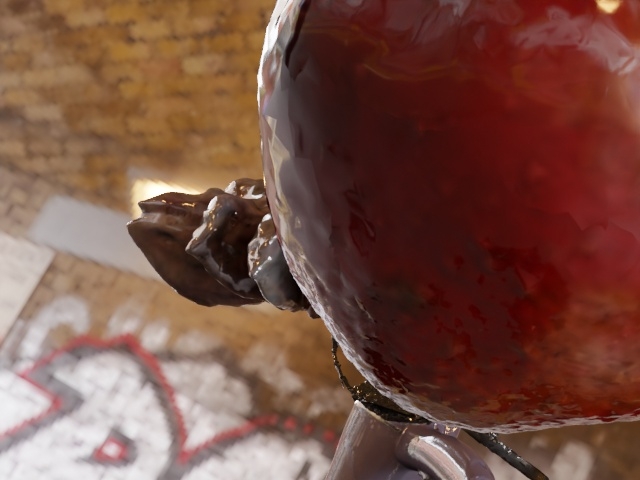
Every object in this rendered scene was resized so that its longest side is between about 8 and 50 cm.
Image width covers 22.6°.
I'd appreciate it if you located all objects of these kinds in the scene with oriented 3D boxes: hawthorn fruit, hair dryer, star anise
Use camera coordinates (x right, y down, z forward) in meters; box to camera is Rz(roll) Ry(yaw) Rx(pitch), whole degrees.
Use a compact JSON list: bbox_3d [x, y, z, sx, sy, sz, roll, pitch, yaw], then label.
[{"bbox_3d":[0.099,-0.071,0.687,0.265,0.265,0.307,19,-44,28],"label":"hawthorn fruit"},{"bbox_3d":[0.098,0.272,1.676,0.121,0.301,0.361,34,-4,-19],"label":"hair dryer"},{"bbox_3d":[0.000,0.000,1.031,0.229,0.093,0.236,-2,5,-21],"label":"star anise"}]

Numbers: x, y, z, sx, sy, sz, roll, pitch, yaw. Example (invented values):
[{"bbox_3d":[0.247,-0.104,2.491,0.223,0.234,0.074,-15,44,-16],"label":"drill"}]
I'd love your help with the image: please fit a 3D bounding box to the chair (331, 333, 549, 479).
[{"bbox_3d":[0.123,0.095,1.413,0.213,0.174,0.149,31,-1,-10],"label":"chair"}]
